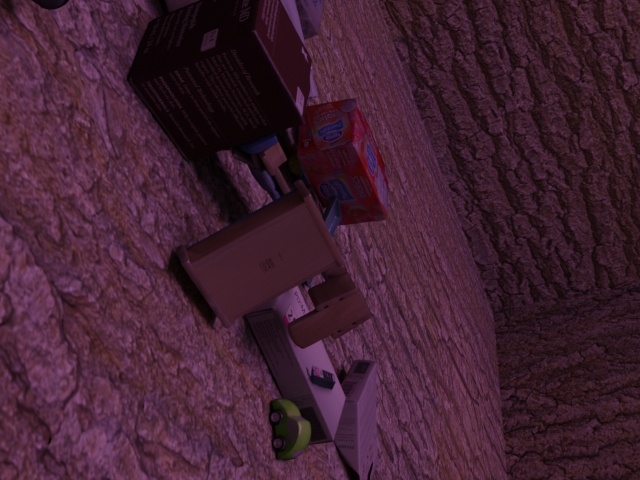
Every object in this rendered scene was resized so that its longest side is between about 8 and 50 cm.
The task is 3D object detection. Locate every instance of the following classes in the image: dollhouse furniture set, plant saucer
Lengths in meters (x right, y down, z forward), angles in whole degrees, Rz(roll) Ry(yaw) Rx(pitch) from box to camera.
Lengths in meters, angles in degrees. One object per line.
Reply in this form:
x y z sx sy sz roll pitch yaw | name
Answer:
-0.102 -0.010 1.198 0.286 0.198 0.303 63 -2 -36 | dollhouse furniture set
0.000 0.000 1.504 0.067 0.018 0.192 78 31 -50 | plant saucer

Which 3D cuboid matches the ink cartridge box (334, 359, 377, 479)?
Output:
0.072 0.381 1.505 0.189 0.066 0.232 -45 139 -69 | ink cartridge box

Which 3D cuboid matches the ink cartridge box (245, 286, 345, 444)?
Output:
-0.026 0.179 1.338 0.239 0.060 0.275 -64 136 -61 | ink cartridge box

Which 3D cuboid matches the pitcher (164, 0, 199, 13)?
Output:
-0.209 -0.417 1.191 0.207 0.125 0.178 65 22 0 | pitcher

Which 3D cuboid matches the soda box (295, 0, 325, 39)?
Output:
-0.051 -0.578 1.805 0.286 0.091 0.098 -83 150 -49 | soda box

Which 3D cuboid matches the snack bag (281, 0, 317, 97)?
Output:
-0.089 -0.415 1.419 0.342 0.037 0.323 -50 127 -72 | snack bag

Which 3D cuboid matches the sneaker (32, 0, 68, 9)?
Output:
-0.353 -0.327 0.774 0.223 0.083 0.098 54 27 -24 | sneaker

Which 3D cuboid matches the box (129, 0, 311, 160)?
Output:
-0.141 -0.253 1.121 0.168 0.203 0.167 -87 154 -45 | box

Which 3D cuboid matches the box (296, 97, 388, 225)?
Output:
0.051 -0.155 1.549 0.257 0.123 0.128 59 29 -52 | box

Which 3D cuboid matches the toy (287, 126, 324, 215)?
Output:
-0.041 -0.181 1.574 0.137 0.056 0.237 -70 147 -57 | toy

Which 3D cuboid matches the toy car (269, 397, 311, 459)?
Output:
-0.035 0.355 1.178 0.239 0.053 0.225 34 44 -63 | toy car
